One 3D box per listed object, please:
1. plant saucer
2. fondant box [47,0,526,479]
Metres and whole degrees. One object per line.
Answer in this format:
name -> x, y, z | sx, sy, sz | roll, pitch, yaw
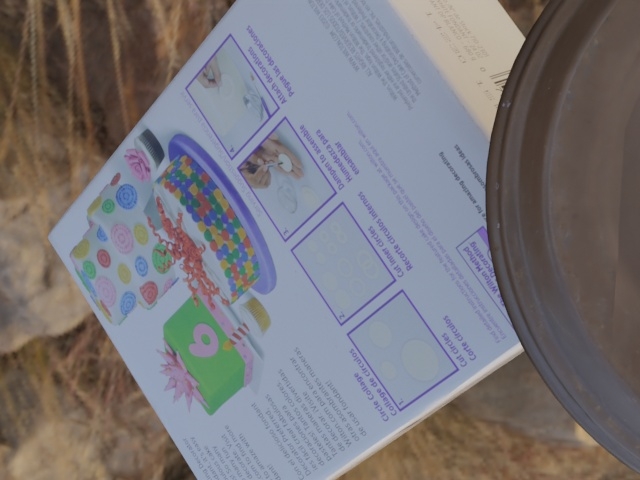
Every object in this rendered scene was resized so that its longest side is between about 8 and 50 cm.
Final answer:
plant saucer -> 0.206, -0.019, 0.495 | 0.277, 0.278, 0.041 | 7, 179, 7
fondant box -> 0.000, 0.000, 0.728 | 0.330, 0.096, 0.238 | -42, 77, 40
